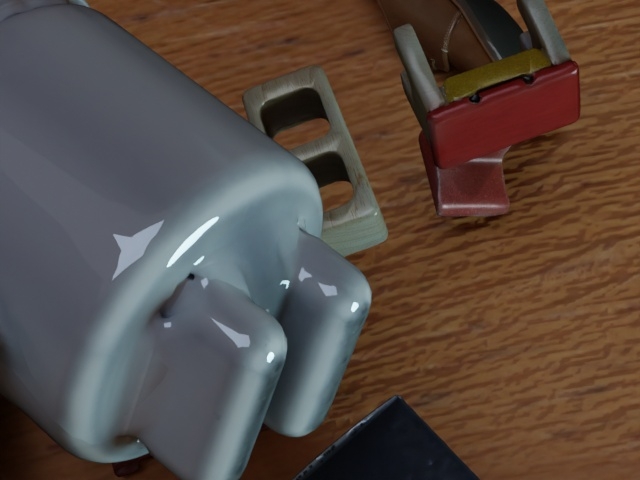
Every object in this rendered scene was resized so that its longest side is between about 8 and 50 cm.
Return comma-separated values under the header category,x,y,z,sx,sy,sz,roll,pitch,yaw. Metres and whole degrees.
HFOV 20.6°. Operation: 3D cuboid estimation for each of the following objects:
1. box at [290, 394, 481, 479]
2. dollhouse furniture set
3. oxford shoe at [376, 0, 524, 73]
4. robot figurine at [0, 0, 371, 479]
category,x,y,z,sx,sy,sz,roll,pitch,yaw
box,0.081,0.220,1.080,0.108,0.153,0.207,-40,66,-9
dollhouse furniture set,0.000,0.000,1.172,0.374,0.201,0.152,-19,63,-1
oxford shoe,0.100,-0.150,1.309,0.076,0.076,0.212,-46,65,21
robot figurine,-0.141,-0.017,0.978,0.353,0.200,0.300,38,36,22
